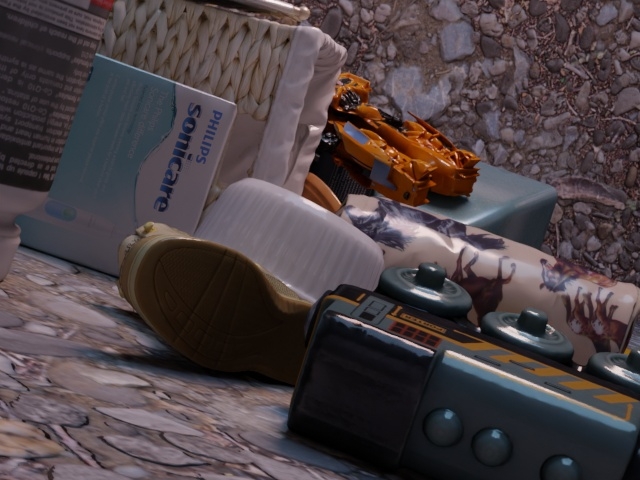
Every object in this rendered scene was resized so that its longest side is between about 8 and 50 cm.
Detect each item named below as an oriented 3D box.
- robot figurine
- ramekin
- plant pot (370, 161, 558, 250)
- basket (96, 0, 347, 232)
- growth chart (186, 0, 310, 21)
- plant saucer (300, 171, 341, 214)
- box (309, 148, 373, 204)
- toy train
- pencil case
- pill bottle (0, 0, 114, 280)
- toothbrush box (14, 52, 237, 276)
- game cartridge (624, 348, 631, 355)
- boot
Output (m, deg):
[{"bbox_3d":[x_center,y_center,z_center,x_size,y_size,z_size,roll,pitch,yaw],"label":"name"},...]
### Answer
[{"bbox_3d":[0.074,-0.148,2.030,0.291,0.085,0.211,38,32,28],"label":"robot figurine"},{"bbox_3d":[-0.033,0.022,1.477,0.207,0.109,0.207,27,-9,4],"label":"ramekin"},{"bbox_3d":[0.168,0.012,2.119,0.248,0.247,0.252,21,15,20],"label":"plant pot"},{"bbox_3d":[-0.145,-0.131,1.816,0.266,0.328,0.331,18,4,5],"label":"basket"},{"bbox_3d":[-0.130,-0.295,1.740,0.172,0.021,0.237,12,4,-34],"label":"growth chart"},{"bbox_3d":[0.000,0.000,2.019,0.037,0.200,0.200,-27,24,-20],"label":"plant saucer"},{"bbox_3d":[-0.079,-0.083,2.297,0.293,0.212,0.395,23,6,32],"label":"box"},{"bbox_3d":[0.131,0.128,1.083,0.334,0.142,0.190,22,16,10],"label":"toy train"},{"bbox_3d":[0.171,0.075,1.761,0.410,0.183,0.160,19,32,-3],"label":"pencil case"},{"bbox_3d":[-0.290,-0.119,1.234,0.161,0.283,0.161,19,4,-2],"label":"pill bottle"},{"bbox_3d":[-0.259,-0.095,1.548,0.295,0.216,0.126,18,4,-5],"label":"toothbrush box"},{"bbox_3d":[0.423,0.178,2.370,0.285,0.052,0.324,22,3,38],"label":"game cartridge"},{"bbox_3d":[-0.119,0.036,1.242,0.203,0.095,0.262,24,0,40],"label":"boot"}]
